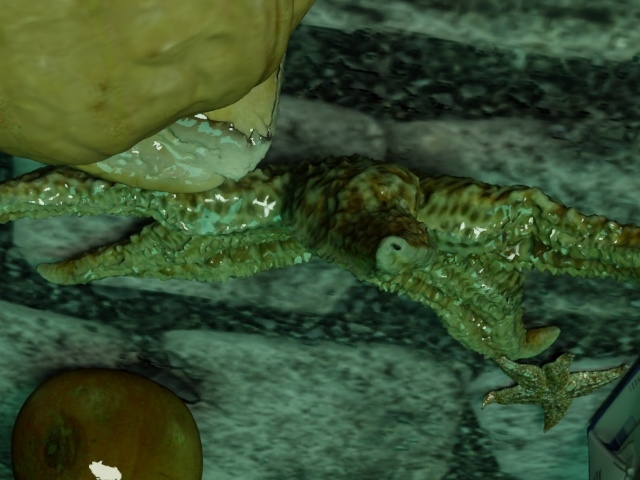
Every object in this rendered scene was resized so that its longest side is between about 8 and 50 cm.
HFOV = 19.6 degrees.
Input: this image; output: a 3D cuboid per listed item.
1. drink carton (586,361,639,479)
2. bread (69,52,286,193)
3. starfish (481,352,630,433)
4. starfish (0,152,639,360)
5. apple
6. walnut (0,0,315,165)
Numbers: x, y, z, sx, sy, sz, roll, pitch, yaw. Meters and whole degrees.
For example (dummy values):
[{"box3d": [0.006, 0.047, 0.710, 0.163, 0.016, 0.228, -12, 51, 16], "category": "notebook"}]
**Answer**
[{"box3d": [0.318, 0.151, 1.044, 0.315, 0.106, 0.130, 12, 146, -10], "category": "drink carton"}, {"box3d": [-0.082, -0.077, 0.766, 0.125, 0.106, 0.082, 21, 142, -20], "category": "bread"}, {"box3d": [0.134, 0.085, 1.054, 0.092, 0.016, 0.086, -12, 144, 19], "category": "starfish"}, {"box3d": [-0.001, -0.003, 0.850, 0.358, 0.078, 0.347, 12, 175, -17], "category": "starfish"}, {"box3d": [-0.123, 0.128, 1.071, 0.099, 0.102, 0.114, -20, 137, 34], "category": "apple"}, {"box3d": [-0.080, -0.131, 0.609, 0.193, 0.193, 0.226, 1, 133, 7], "category": "walnut"}]
